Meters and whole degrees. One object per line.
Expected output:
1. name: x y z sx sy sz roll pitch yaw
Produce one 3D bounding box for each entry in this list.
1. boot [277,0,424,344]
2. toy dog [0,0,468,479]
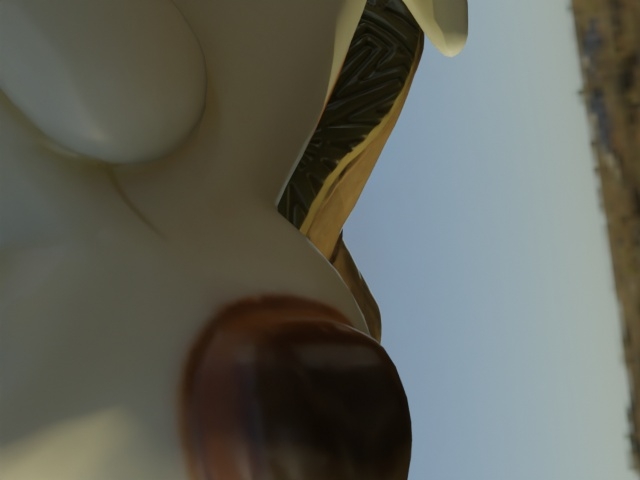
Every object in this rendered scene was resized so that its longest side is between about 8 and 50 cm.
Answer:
1. boot: 0.000 0.000 1.022 0.236 0.089 0.269 -57 -21 -14
2. toy dog: -0.101 -0.030 0.711 0.395 0.284 0.408 15 -121 -42
